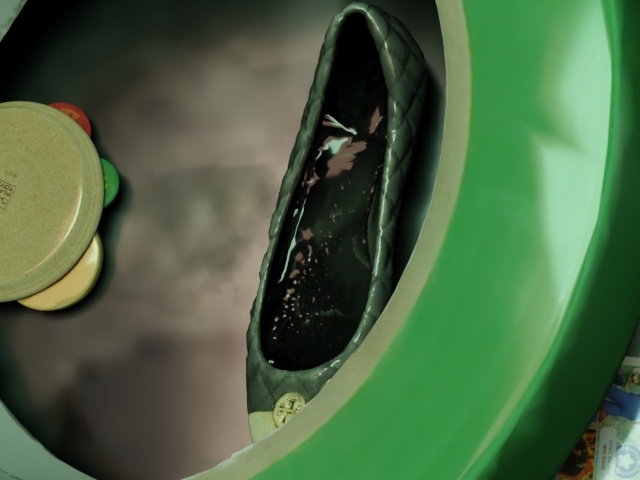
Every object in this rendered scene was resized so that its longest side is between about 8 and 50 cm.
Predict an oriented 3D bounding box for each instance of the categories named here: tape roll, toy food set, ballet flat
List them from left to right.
[{"bbox_3d":[-0.118,-0.016,0.570,0.083,0.020,0.083,6,77,17],"label":"toy food set"},{"bbox_3d":[-0.053,-0.028,0.483,0.321,0.077,0.321,-5,78,23],"label":"tape roll"},{"bbox_3d":[0.000,0.000,0.517,0.057,0.049,0.173,3,76,25],"label":"ballet flat"}]

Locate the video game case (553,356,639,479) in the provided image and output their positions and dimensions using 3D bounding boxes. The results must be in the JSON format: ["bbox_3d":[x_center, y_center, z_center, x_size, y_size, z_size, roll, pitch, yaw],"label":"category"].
[{"bbox_3d":[0.081,0.081,0.497,0.122,0.011,0.087,4,76,16],"label":"video game case"}]
